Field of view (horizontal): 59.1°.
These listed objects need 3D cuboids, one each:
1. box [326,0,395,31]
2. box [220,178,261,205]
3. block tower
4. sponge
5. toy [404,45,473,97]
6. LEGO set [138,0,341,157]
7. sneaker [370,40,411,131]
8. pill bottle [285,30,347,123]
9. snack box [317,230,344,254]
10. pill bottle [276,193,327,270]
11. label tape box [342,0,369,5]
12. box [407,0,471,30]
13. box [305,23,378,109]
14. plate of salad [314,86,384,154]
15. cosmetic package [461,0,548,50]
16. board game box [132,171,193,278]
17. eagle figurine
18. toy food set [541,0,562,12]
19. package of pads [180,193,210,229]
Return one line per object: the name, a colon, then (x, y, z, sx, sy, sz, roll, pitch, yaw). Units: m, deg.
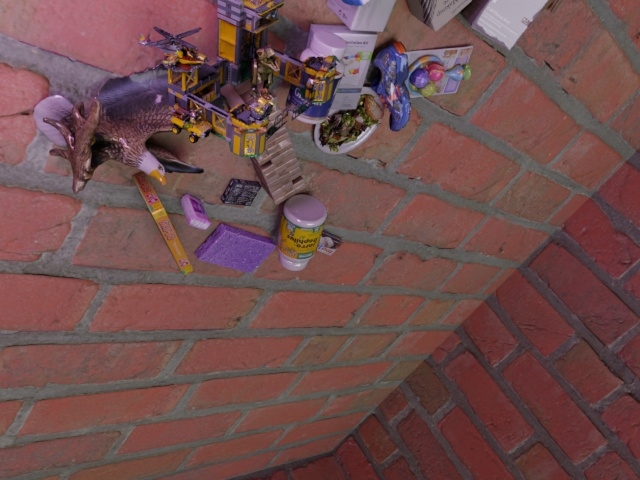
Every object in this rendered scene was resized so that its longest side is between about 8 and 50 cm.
box: (0.083, -0.478, 1.102, 0.087, 0.101, 0.102, -12, 142, -33)
box: (-0.195, -0.118, 1.391, 0.083, 0.018, 0.067, 1, 133, -43)
block tower: (-0.118, -0.215, 1.270, 0.097, 0.091, 0.335, -32, 148, -7)
sponge: (-0.226, 0.025, 1.536, 0.117, 0.031, 0.210, -46, 147, 17)
toy: (0.283, -0.408, 1.419, 0.238, 0.056, 0.136, -16, 142, -27)
LEGO set: (-0.114, -0.315, 0.962, 0.331, 0.255, 0.192, -39, 154, -36)
sneaker: (0.163, -0.361, 1.347, 0.087, 0.083, 0.221, -11, 127, 1)
pill bottle: (-0.006, -0.332, 1.151, 0.094, 0.094, 0.169, -11, 141, -33)
snack box: (0.000, 0.000, 1.718, 0.064, 0.022, 0.178, -44, 147, 16)
pill bottle: (-0.058, -0.015, 1.556, 0.118, 0.117, 0.208, -15, 143, -28)
label tape box: (0.128, -0.588, 0.901, 0.348, 0.115, 0.249, -35, 118, 3)
box: (0.210, -0.559, 1.120, 0.113, 0.094, 0.275, -41, 147, 6)
box: (0.031, -0.373, 1.230, 0.145, 0.038, 0.186, -6, 137, -22)
plate of salad: (0.076, -0.287, 1.394, 0.200, 0.048, 0.199, -24, 147, -17)
cosmetic package: (0.449, -0.574, 1.279, 0.127, 0.107, 0.238, 23, 123, -19)
board game box: (-0.348, -0.026, 1.271, 0.039, 0.124, 0.259, -26, 146, -16)
eagle figurine: (-0.341, -0.191, 1.052, 0.227, 0.225, 0.298, -8, -160, 32)
toy food set: (0.554, -0.626, 1.412, 0.192, 0.038, 0.132, -18, 151, -35)
package of pads: (-0.291, -0.065, 1.311, 0.032, 0.083, 0.050, -40, 144, 17)
